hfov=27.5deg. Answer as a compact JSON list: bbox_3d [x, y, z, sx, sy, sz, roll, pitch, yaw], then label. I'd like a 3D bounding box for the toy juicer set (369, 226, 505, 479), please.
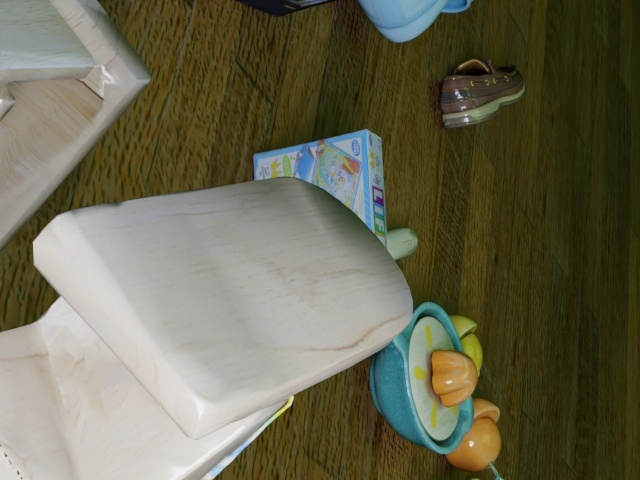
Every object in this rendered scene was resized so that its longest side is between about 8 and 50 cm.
[{"bbox_3d":[0.109,0.104,1.189,0.209,0.089,0.329,-52,126,-54],"label":"toy juicer set"}]

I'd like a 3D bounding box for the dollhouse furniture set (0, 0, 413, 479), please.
[{"bbox_3d":[-0.115,0.094,0.516,0.394,0.362,0.256,52,27,12],"label":"dollhouse furniture set"}]

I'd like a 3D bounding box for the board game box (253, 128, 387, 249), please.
[{"bbox_3d":[0.000,0.000,1.005,0.026,0.103,0.154,22,62,-58],"label":"board game box"}]

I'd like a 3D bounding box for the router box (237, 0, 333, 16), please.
[{"bbox_3d":[-0.009,-0.251,0.926,0.309,0.243,0.081,6,76,-62],"label":"router box"}]

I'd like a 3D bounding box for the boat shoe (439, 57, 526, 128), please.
[{"bbox_3d":[0.179,-0.173,1.440,0.178,0.064,0.060,-36,114,-57],"label":"boat shoe"}]

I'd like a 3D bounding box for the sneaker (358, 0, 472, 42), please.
[{"bbox_3d":[0.116,-0.313,1.321,0.366,0.135,0.150,-49,132,-46],"label":"sneaker"}]
